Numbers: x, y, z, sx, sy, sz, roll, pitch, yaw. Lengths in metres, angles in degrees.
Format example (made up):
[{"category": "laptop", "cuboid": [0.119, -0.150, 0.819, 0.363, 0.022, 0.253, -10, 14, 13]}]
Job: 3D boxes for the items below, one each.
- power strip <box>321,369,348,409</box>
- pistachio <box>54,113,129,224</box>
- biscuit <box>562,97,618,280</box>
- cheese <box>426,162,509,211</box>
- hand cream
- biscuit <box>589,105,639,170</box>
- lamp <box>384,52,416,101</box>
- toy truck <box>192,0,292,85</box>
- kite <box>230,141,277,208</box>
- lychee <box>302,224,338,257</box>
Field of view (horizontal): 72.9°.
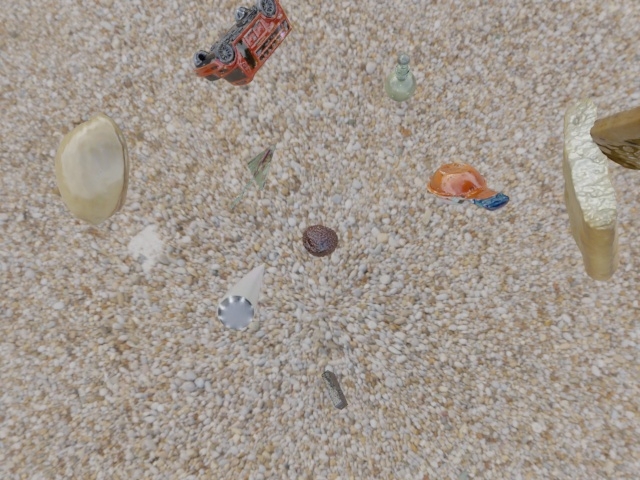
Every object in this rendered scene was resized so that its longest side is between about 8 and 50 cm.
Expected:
[{"category": "power strip", "cuboid": [0.039, 0.411, 1.194, 0.029, 0.038, 0.111, -41, 43, 11]}, {"category": "pistachio", "cuboid": [-0.565, -0.178, 1.093, 0.182, 0.162, 0.292, 25, 116, 6]}, {"category": "biscuit", "cuboid": [0.714, -0.113, 1.160, 0.104, 0.446, 0.429, -10, 59, 28]}, {"category": "cheese", "cuboid": [0.503, -0.184, 1.513, 0.217, 0.329, 0.129, -22, 122, -15]}, {"category": "hand cream", "cuboid": [-0.270, 0.185, 1.499, 0.118, 0.358, 0.185, 41, 98, -11]}, {"category": "biscuit", "cuboid": [0.616, -0.129, 0.675, 0.359, 0.359, 0.046, 19, 96, 3]}, {"category": "lamp", "cuboid": [0.227, -0.460, 1.207, 0.091, 0.163, 0.090, -1, 72, 4]}, {"category": "toy truck", "cuboid": [-0.176, -0.448, 1.000, 0.108, 0.114, 0.252, 8, 59, 45]}, {"category": "kite", "cuboid": [-0.197, -0.187, 1.275, 0.012, 0.229, 0.250, 27, 110, -30]}, {"category": "lychee", "cuboid": [0.000, 0.003, 1.534, 0.129, 0.123, 0.123, 8, 79, -33]}]
